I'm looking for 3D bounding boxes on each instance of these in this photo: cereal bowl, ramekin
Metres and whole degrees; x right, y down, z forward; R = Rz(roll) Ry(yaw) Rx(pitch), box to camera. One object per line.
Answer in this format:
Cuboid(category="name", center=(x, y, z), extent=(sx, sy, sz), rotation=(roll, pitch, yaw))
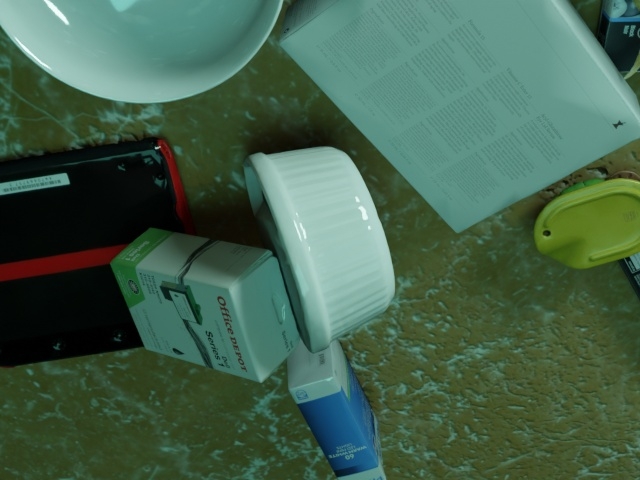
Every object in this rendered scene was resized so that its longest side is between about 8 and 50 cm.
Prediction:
Cuboid(category="cereal bowl", center=(-0.203, -0.332, 1.040), extent=(0.339, 0.141, 0.338), rotation=(-1, 127, -2))
Cuboid(category="ramekin", center=(0.000, 0.000, 1.229), extent=(0.127, 0.273, 0.272), rotation=(-20, 126, -8))

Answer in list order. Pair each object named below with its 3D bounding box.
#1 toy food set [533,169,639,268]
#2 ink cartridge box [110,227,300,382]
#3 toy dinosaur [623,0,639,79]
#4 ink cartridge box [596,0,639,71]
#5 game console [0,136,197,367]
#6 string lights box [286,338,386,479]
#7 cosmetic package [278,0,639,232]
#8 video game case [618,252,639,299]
Cuboid(category="toy food set", center=(0.408, -0.041, 1.329), extent=(0.218, 0.071, 0.128), rotation=(-16, 118, 15))
Cuboid(category="ink cartridge box", center=(-0.153, 0.083, 1.252), extent=(0.220, 0.092, 0.160), rotation=(9, 129, 36))
Cuboid(category="toy dinosaur", center=(0.418, -0.282, 1.121), extent=(0.093, 0.053, 0.183), rotation=(9, 119, 10))
Cuboid(category="ink cartridge box", center=(0.456, -0.308, 1.153), extent=(0.208, 0.045, 0.206), rotation=(-4, 126, -2))
Cuboid(category="game console", center=(-0.368, 0.026, 1.358), extent=(0.387, 0.060, 0.341), rotation=(-9, 121, 3))
Cuboid(category="string lights box", center=(0.027, 0.267, 1.498), extent=(0.077, 0.133, 0.259), rotation=(-18, 125, 9))
Cuboid(category="cosmetic package", center=(0.180, -0.209, 1.156), extent=(0.284, 0.097, 0.377), rotation=(-28, 124, 30))
Cuboid(category="video game case", center=(0.590, 0.023, 1.410), extent=(0.248, 0.035, 0.275), rotation=(-28, 122, 17))
